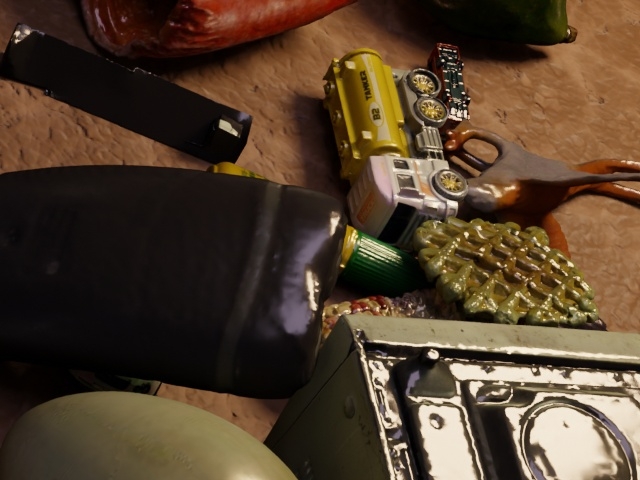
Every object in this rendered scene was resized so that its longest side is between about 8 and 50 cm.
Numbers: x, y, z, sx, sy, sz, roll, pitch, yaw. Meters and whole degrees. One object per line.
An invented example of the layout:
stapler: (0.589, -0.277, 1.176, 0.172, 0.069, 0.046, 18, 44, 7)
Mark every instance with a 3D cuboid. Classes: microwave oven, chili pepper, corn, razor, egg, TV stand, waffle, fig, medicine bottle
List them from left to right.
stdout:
TV stand: (-0.195, -0.146, 1.855, 0.256, 0.049, 0.040, 23, 47, -13)
razor: (-0.155, 0.031, 1.585, 0.349, 0.113, 0.204, 5, 58, 11)
egg: (-0.135, 0.232, 1.463, 0.295, 0.218, 0.218, 34, 44, 15)
chili pepper: (-0.100, -0.334, 1.938, 0.305, 0.229, 0.251, -24, 105, -41)
medicine bottle: (0.000, 0.000, 1.836, 0.260, 0.064, 0.095, 24, 27, -13)
corn: (0.093, 0.093, 1.793, 0.289, 0.098, 0.098, -2, 56, -32)
waffle: (0.182, 0.031, 1.811, 0.183, 0.036, 0.169, 0, 35, -27)
fig: (0.217, -0.309, 2.138, 0.245, 0.195, 0.195, 48, 43, -15)
microwave oven: (0.184, 0.245, 1.615, 0.394, 0.247, 0.333, 5, 51, -27)

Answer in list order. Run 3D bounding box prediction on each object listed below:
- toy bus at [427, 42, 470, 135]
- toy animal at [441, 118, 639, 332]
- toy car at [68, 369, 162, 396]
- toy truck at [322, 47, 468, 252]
toy bus: (0.143, -0.169, 2.074, 0.031, 0.043, 0.110, 9, 52, -20)
toy animal: (0.272, -0.070, 2.014, 0.302, 0.225, 0.284, 26, 25, 7)
toy car: (-0.160, 0.048, 1.698, 0.090, 0.076, 0.224, 27, 45, -10)
toy truck: (0.070, -0.095, 1.935, 0.114, 0.098, 0.227, 6, 50, -22)
